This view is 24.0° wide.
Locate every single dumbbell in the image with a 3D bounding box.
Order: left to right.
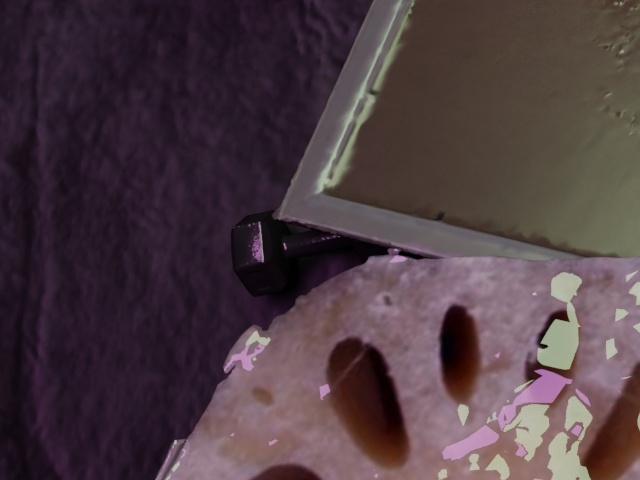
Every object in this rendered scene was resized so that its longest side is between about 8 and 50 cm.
[{"bbox_3d":[0.000,0.000,0.685,0.083,0.036,0.040,-13,72,22],"label":"dumbbell"}]

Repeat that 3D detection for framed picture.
[{"bbox_3d":[0.150,-0.074,0.624,0.293,0.018,0.231,15,71,28],"label":"framed picture"}]

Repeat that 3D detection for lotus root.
[{"bbox_3d":[0.086,0.139,0.524,0.272,0.192,0.272,-14,60,24],"label":"lotus root"}]
